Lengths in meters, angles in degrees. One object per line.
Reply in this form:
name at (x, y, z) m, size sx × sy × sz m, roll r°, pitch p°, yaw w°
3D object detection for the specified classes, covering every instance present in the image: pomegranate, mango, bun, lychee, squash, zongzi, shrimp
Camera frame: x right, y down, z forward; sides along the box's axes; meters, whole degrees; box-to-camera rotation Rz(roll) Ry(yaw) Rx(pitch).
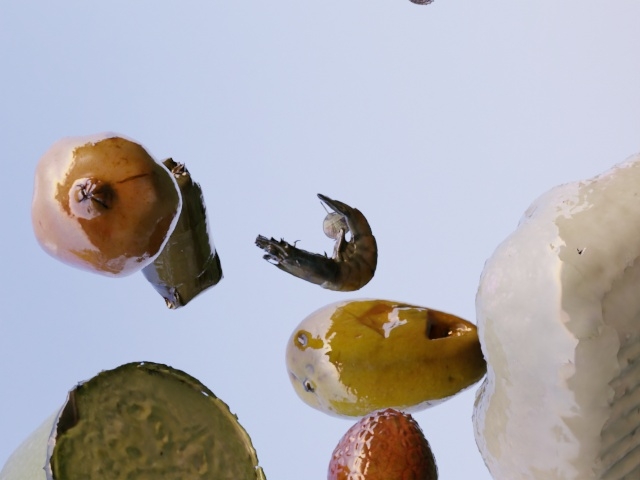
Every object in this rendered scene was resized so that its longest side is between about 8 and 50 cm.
pomegranate at (-0.302, -0.048, 1.394) m, size 0.209 × 0.209 × 0.209 m, roll 31°, pitch -131°, yaw -45°
mango at (0.120, 0.208, 1.769) m, size 0.253 × 0.364 × 0.182 m, roll -92°, pitch 1°, yaw -63°
bun at (0.206, 0.064, 0.657) m, size 0.273 × 0.168 × 0.273 m, roll -10°, pitch -70°, yaw -31°
lychee at (0.061, 0.227, 0.933) m, size 0.114 × 0.101 × 0.140 m, roll 16°, pitch -117°, yaw -66°
squash at (-0.155, 0.223, 0.865) m, size 0.220 × 0.133 × 0.220 m, roll 20°, pitch -132°, yaw -24°
zongzi at (-0.306, -0.059, 1.799) m, size 0.145 × 0.300 × 0.274 m, roll -27°, pitch -46°, yaw -24°
shrimp at (0.000, 0.000, 1.645) m, size 0.217 × 0.051 × 0.150 m, roll 17°, pitch -100°, yaw -22°

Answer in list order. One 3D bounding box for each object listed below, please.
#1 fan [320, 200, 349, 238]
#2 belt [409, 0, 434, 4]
fan at (0.032, -0.041, 1.991) m, size 0.003 × 0.060 × 0.080 m, roll -63°, pitch -33°, yaw -68°
belt at (0.211, -0.456, 1.561) m, size 0.071 × 0.232 × 0.053 m, roll 32°, pitch -137°, yaw -22°
